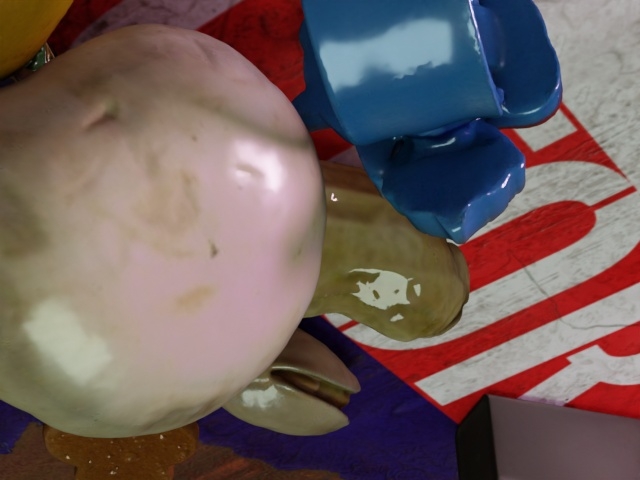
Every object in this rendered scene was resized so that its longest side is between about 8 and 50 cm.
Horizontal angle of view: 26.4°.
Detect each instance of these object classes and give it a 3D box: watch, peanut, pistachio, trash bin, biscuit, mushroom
[{"bbox_3d":[0.067,-0.164,1.121,0.241,0.305,0.274,-14,146,10],"label":"watch"},{"bbox_3d":[0.000,-0.005,1.400,0.340,0.174,0.158,8,131,-18],"label":"peanut"},{"bbox_3d":[-0.044,0.167,1.639,0.223,0.126,0.152,23,167,-34],"label":"pistachio"},{"bbox_3d":[0.311,0.309,1.796,0.240,0.164,0.122,13,137,-18],"label":"trash bin"},{"bbox_3d":[-0.258,0.232,1.754,0.202,0.047,0.334,0,137,-2],"label":"biscuit"},{"bbox_3d":[-0.182,-0.025,1.157,0.353,0.353,0.325,-18,158,16],"label":"mushroom"}]

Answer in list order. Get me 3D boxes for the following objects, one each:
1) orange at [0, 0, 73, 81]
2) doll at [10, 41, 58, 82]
[{"bbox_3d":[-0.317,-0.241,1.054,0.279,0.235,0.279,-4,132,-5],"label":"orange"},{"bbox_3d":[-0.271,-0.175,1.253,0.113,0.078,0.076,22,133,-24],"label":"doll"}]
